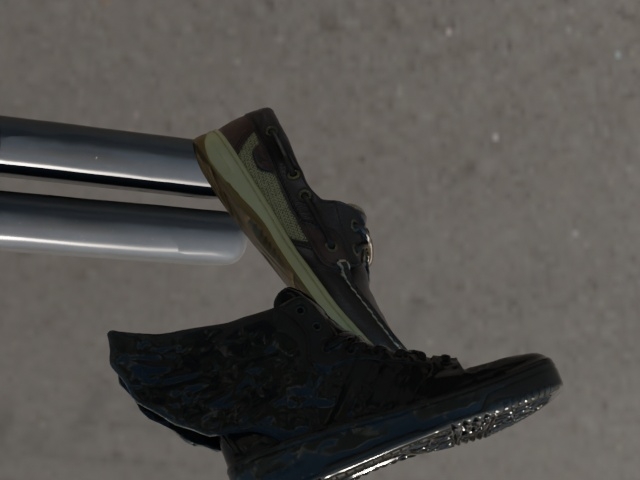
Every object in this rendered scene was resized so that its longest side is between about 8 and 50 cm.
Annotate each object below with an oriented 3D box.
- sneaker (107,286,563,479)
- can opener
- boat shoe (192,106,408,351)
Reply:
[{"bbox_3d":[0.006,0.053,0.788,0.170,0.089,0.051,-20,163,-4],"label":"sneaker"},{"bbox_3d":[-0.153,-0.027,0.953,0.280,0.074,0.093,6,175,-36],"label":"can opener"},{"bbox_3d":[0.000,0.000,0.887,0.049,0.152,0.056,-37,166,-6],"label":"boat shoe"}]
